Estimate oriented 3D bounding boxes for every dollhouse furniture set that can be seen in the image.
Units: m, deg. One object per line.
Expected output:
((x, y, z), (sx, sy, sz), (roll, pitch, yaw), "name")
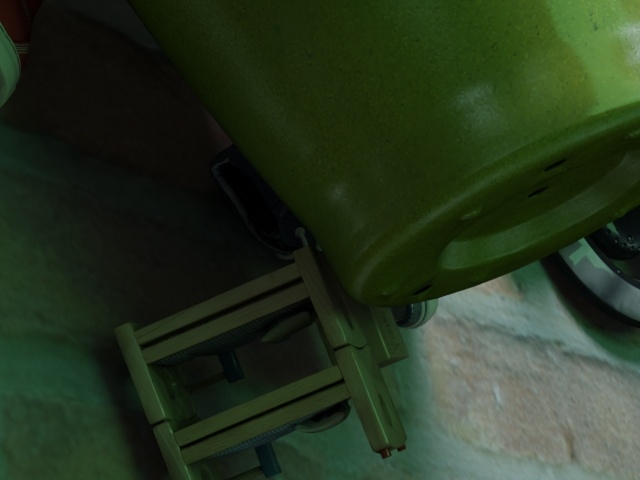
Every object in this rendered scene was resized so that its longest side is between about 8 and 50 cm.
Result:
((-0.020, 0.090, 0.970), (0.184, 0.129, 0.129), (14, 54, -77), "dollhouse furniture set")

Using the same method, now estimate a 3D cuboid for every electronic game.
((0.267, -0.023, 1.437), (0.229, 0.048, 0.229), (25, 48, -31), "electronic game")

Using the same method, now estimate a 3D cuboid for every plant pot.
((0.051, -0.165, 0.884), (0.366, 0.366, 0.353), (-4, 64, -52), "plant pot")

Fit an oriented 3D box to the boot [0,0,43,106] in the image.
((-0.230, -0.214, 0.882), (0.176, 0.088, 0.244), (-78, 150, -46), "boot")

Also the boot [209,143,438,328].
((0.000, 0.000, 1.087), (0.190, 0.069, 0.086), (51, 44, -3), "boot")
